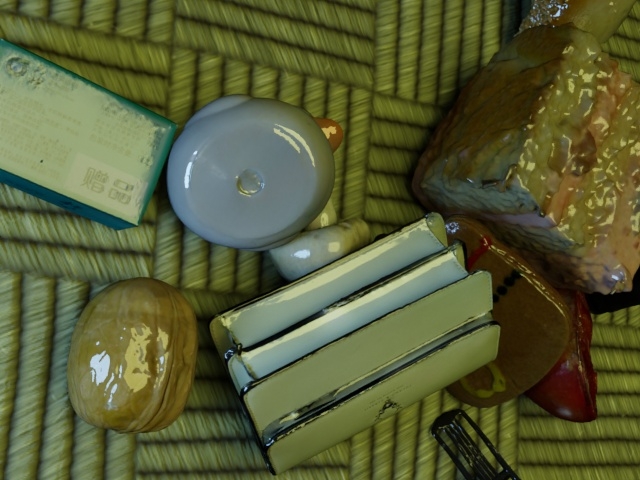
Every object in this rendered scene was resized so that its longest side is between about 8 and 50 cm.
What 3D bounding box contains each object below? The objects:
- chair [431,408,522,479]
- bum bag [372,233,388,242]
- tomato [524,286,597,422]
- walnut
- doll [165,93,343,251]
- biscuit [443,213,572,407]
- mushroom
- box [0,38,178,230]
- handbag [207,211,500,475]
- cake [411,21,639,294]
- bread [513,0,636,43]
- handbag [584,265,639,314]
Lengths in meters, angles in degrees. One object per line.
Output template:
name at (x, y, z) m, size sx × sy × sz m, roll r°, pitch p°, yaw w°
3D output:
chair at (0.252, 0.381, 1.457) m, size 0.084 × 0.101 × 0.212 m, roll -29°, pitch 64°, yaw -28°
bum bag at (0.100, 0.060, 1.357) m, size 0.109 × 0.026 × 0.159 m, roll 13°, pitch 119°, yaw -21°
tomato at (0.375, 0.179, 1.484) m, size 0.233 × 0.140 × 0.200 m, roll -78°, pitch 152°, yaw -47°
walnut at (-0.235, 0.144, 1.145) m, size 0.165 × 0.165 × 0.197 m, roll 4°, pitch 85°, yaw -29°
doll at (-0.086, -0.104, 1.233) m, size 0.251 × 0.221 × 0.221 m, roll -23°, pitch 100°, yaw 1°
biscuit at (0.229, 0.120, 1.387) m, size 0.277 × 0.262 × 0.052 m, roll 45°, pitch 37°, yaw 3°
mushroom at (0.000, 0.000, 1.284) m, size 0.154 × 0.154 × 0.122 m, roll -9°, pitch 95°, yaw -29°
box at (-0.324, -0.127, 1.146) m, size 0.245 × 0.092 × 0.153 m, roll 25°, pitch 76°, yaw -25°
handbag at (0.056, 0.152, 1.228) m, size 0.359 × 0.160 × 0.236 m, roll -25°, pitch 137°, yaw -10°
cake at (0.348, -0.120, 1.412) m, size 0.307 × 0.293 × 0.314 m, roll 37°, pitch 75°, yaw -26°
bread at (0.440, -0.436, 1.529) m, size 0.171 × 0.192 × 0.314 m, roll 30°, pitch 73°, yaw -26°
handbag at (0.558, -0.016, 1.525) m, size 0.275 × 0.302 × 0.177 m, roll -31°, pitch 88°, yaw -18°
